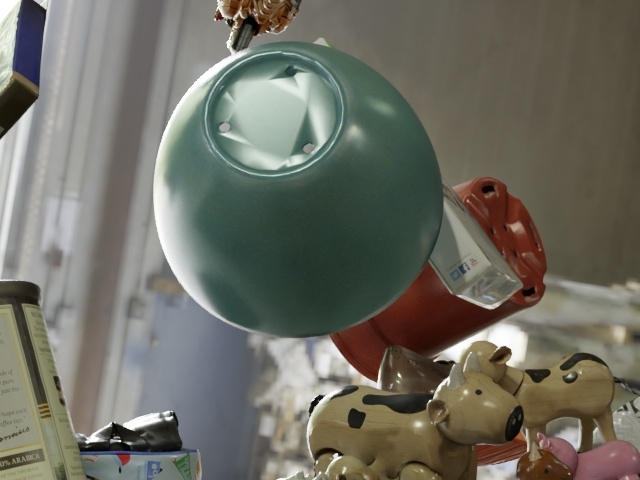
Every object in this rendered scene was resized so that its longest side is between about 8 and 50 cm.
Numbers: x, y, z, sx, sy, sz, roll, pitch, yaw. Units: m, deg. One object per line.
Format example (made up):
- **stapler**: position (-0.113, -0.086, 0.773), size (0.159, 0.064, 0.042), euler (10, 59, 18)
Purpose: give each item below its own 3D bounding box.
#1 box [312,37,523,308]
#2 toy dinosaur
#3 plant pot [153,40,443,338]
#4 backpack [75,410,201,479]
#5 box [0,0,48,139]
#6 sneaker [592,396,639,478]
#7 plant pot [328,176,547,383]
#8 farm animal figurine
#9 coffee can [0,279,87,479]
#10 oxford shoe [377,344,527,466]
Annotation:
- **box**: position (0.101, -0.070, 1.636), size (0.322, 0.058, 0.232), euler (56, 10, 16)
- **toy dinosaur**: position (-0.057, -0.319, 1.722), size (0.164, 0.218, 0.322), euler (14, 11, -34)
- **plant pot**: position (-0.031, -0.076, 1.362), size (0.290, 0.290, 0.195), euler (9, -22, 11)
- **backpack**: position (-0.253, 0.295, 1.591), size (0.276, 0.213, 0.263), euler (-3, -15, -21)
- **box**: position (-0.329, -0.160, 1.436), size (0.036, 0.136, 0.225), euler (36, 22, -26)
- **sneaker**: position (0.312, 0.299, 1.552), size (0.137, 0.366, 0.210), euler (51, -9, 24)
- **plant pot**: position (0.171, 0.046, 2.112), size (0.265, 0.272, 0.272), euler (-25, -21, 35)
- **farm animal figurine**: position (0.126, 0.178, 1.318), size (0.326, 0.172, 0.330), euler (-6, 11, 23)
- **coffee can**: position (-0.315, 0.196, 1.274), size (0.201, 0.275, 0.201), euler (-16, -11, -3)
- **oxford shoe**: position (0.210, 0.241, 2.081), size (0.130, 0.133, 0.363), euler (-23, -31, 27)
